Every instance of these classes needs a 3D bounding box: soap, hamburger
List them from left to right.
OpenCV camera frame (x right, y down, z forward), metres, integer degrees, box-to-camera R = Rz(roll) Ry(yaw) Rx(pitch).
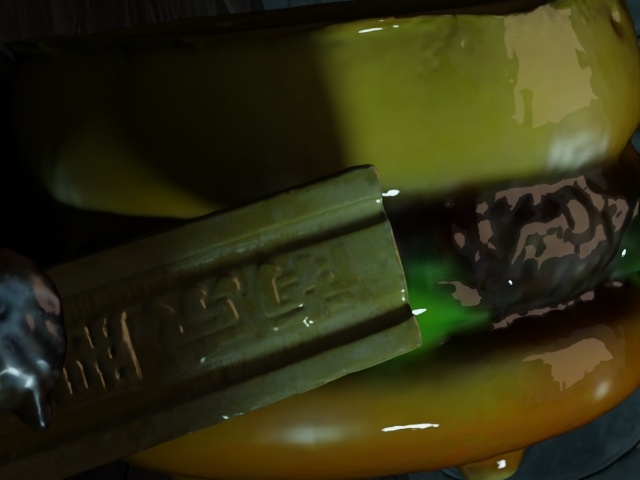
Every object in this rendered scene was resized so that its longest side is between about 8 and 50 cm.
[{"bbox_3d":[-0.080,0.045,0.830,0.037,0.252,0.092,3,-70,70],"label":"soap"},{"bbox_3d":[0.000,0.000,1.079,0.396,0.396,0.277,-58,142,-81],"label":"hamburger"}]

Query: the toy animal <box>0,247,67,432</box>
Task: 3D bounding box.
[{"bbox_3d":[-0.128,0.099,0.538,0.188,0.179,0.089,60,3,-11],"label":"toy animal"}]
